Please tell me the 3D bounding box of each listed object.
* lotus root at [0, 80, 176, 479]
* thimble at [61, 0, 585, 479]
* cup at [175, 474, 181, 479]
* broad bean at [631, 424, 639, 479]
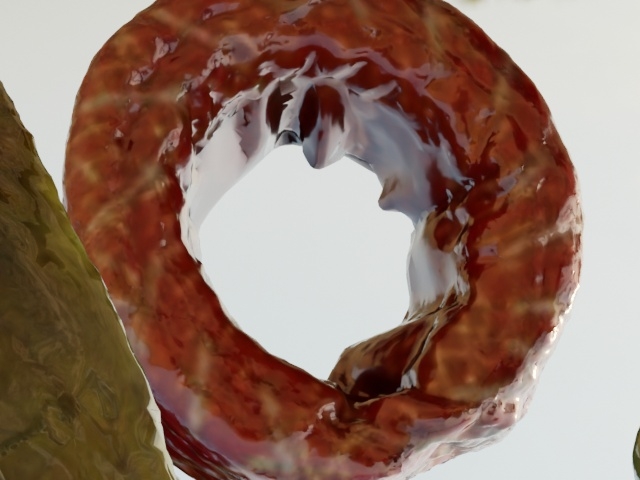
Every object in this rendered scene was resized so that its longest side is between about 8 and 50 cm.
[{"bbox_3d":[-0.158,0.074,0.530,0.267,0.260,0.149,5,-174,44],"label":"lotus root"},{"bbox_3d":[0.000,0.000,1.245,0.350,0.350,0.230,-12,169,-10],"label":"thimble"},{"bbox_3d":[-0.213,0.238,1.440,0.256,0.178,0.255,-26,-156,26],"label":"cup"},{"bbox_3d":[0.273,0.153,0.902,0.263,0.121,0.189,36,-155,1],"label":"broad bean"}]
